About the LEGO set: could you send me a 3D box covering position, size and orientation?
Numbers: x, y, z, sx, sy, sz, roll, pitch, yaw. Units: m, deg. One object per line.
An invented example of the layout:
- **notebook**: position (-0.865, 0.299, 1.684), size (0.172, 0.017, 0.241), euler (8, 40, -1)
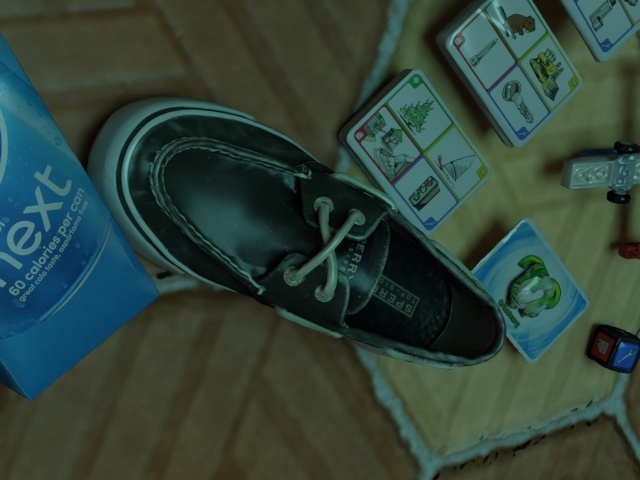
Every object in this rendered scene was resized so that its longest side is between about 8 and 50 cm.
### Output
- **LEGO set**: position (0.133, -0.039, 0.701), size (0.182, 0.060, 0.244), euler (-45, 122, -6)

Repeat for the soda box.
- **soda box**: position (-0.145, -0.047, 0.463), size (0.067, 0.071, 0.210), euler (-41, 121, -23)

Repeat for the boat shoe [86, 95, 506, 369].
- **boat shoe**: position (0.000, 0.000, 0.580), size (0.219, 0.070, 0.077), euler (27, 84, -37)
